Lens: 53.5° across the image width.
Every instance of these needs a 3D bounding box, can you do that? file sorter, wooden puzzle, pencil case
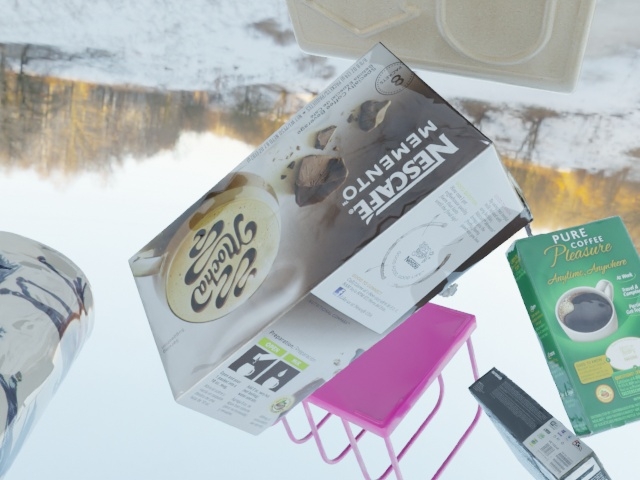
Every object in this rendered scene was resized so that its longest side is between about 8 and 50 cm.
[{"bbox_3d":[0.051,0.196,0.879,0.290,0.182,0.202,14,-137,42],"label":"file sorter"},{"bbox_3d":[0.102,-0.287,0.598,0.322,0.081,0.348,15,159,20],"label":"wooden puzzle"},{"bbox_3d":[-0.322,0.131,0.494,0.183,0.160,0.410,18,-161,-9],"label":"pencil case"}]

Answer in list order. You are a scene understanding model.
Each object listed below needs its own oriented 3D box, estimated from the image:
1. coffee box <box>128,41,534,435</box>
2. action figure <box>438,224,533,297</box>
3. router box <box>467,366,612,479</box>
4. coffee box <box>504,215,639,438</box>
[{"bbox_3d":[0.000,0.000,0.539,0.119,0.297,0.168,43,-169,-48],"label":"coffee box"},{"bbox_3d":[0.171,-0.008,0.974,0.275,0.164,0.141,-22,-140,22],"label":"action figure"},{"bbox_3d":[0.242,0.227,0.669,0.046,0.133,0.179,-37,-159,-3],"label":"router box"},{"bbox_3d":[0.257,0.075,0.585,0.113,0.184,0.040,-15,159,-6],"label":"coffee box"}]
